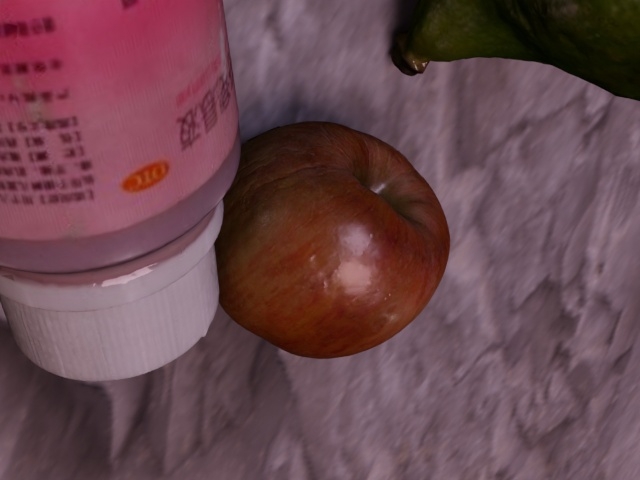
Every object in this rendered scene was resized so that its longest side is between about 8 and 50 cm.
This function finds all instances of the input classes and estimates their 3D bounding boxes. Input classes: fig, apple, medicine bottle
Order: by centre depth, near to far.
[{"bbox_3d":[-0.105,-0.060,0.622,0.147,0.147,0.247,-23,134,-18],"label":"medicine bottle"},{"bbox_3d":[0.131,-0.130,0.711,0.235,0.203,0.203,-27,140,18],"label":"fig"},{"bbox_3d":[0.002,0.002,0.762,0.126,0.126,0.102,16,130,-42],"label":"apple"}]
